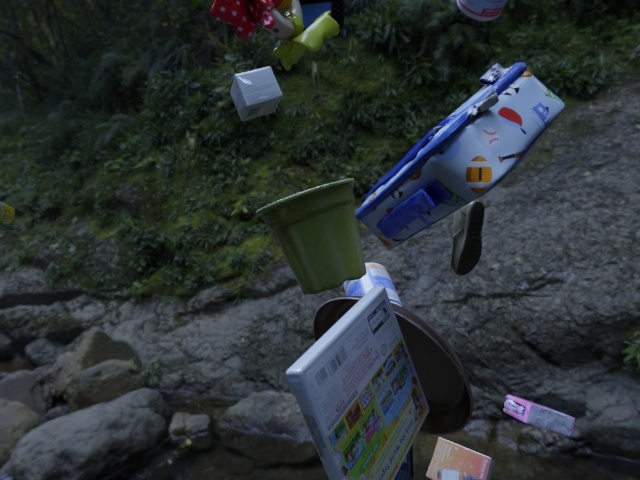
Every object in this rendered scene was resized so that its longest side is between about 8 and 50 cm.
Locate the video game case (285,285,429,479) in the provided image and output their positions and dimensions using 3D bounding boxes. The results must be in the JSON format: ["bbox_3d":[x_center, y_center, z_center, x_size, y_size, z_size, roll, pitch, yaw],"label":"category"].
[{"bbox_3d":[0.062,0.195,0.597,0.026,0.206,0.227,-15,10,35],"label":"video game case"}]

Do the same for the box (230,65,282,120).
[{"bbox_3d":[-0.166,-0.375,1.205,0.102,0.087,0.101,-23,-2,-20],"label":"box"}]

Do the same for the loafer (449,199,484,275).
[{"bbox_3d":[0.275,-0.007,0.893,0.056,0.147,0.050,5,10,-31],"label":"loafer"}]

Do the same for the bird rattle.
[{"bbox_3d":[-0.101,-0.450,0.902,0.254,0.206,0.143,11,-28,-44],"label":"bird rattle"}]

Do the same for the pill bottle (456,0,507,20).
[{"bbox_3d":[0.302,-0.471,0.805,0.087,0.087,0.160,-8,-26,-11],"label":"pill bottle"}]

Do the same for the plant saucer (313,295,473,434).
[{"bbox_3d":[0.125,0.210,0.823,0.311,0.310,0.050,5,36,42],"label":"plant saucer"}]

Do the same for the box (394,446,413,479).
[{"bbox_3d":[0.129,0.452,1.008,0.137,0.225,0.036,8,34,23],"label":"box"}]

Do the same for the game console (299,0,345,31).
[{"bbox_3d":[-0.016,-0.497,0.974,0.122,0.107,0.071,2,-3,17],"label":"game console"}]

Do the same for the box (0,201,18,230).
[{"bbox_3d":[-0.558,-0.047,0.723,0.105,0.043,0.179,0,-9,-8],"label":"box"}]

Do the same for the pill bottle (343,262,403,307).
[{"bbox_3d":[0.169,0.207,1.417,0.153,0.152,0.271,-7,40,-6],"label":"pill bottle"}]

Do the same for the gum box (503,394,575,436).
[{"bbox_3d":[0.685,0.551,1.484,0.189,0.062,0.107,21,-8,-16],"label":"gum box"}]

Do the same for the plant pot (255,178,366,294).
[{"bbox_3d":[0.000,0.000,1.253,0.276,0.253,0.276,-19,1,0],"label":"plant pot"}]

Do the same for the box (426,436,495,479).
[{"bbox_3d":[0.443,0.721,1.479,0.171,0.130,0.091,10,-25,34],"label":"box"}]

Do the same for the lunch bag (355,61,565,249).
[{"bbox_3d":[0.181,-0.108,0.673,0.243,0.115,0.303,-41,-2,-25],"label":"lunch bag"}]
